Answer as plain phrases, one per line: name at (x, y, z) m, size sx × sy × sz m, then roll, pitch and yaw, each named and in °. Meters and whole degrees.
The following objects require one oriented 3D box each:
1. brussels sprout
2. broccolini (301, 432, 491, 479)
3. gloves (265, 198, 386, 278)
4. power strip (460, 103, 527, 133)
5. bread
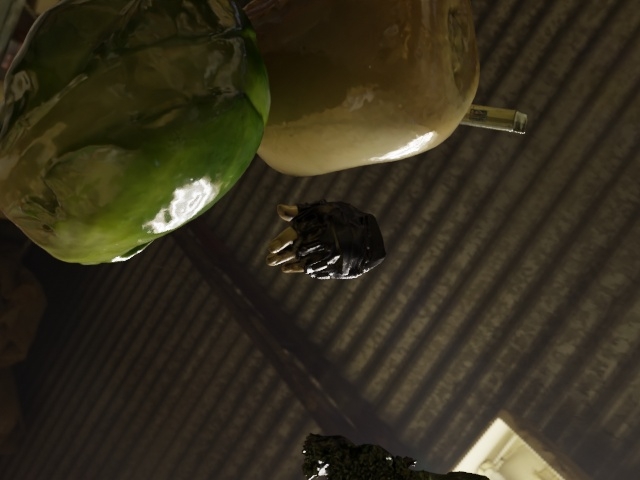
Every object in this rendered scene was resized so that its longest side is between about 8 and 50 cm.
brussels sprout at (-0.224, -0.150, 0.808) m, size 0.371 × 0.276 × 0.315 m, roll -47°, pitch -163°, yaw -14°
broccolini at (0.081, 0.181, 0.532) m, size 0.057 × 0.254 × 0.071 m, roll -39°, pitch -125°, yaw 21°
gloves at (0.000, 0.000, 1.134) m, size 0.124 × 0.203 × 0.164 m, roll -42°, pitch -107°, yaw 39°
power strip at (0.216, -0.219, 1.145) m, size 0.268 × 0.092 × 0.034 m, roll 15°, pitch -78°, yaw 27°
bread at (0.029, -0.276, 1.036) m, size 0.376 × 0.253 × 0.347 m, roll -6°, pitch -116°, yaw 35°
